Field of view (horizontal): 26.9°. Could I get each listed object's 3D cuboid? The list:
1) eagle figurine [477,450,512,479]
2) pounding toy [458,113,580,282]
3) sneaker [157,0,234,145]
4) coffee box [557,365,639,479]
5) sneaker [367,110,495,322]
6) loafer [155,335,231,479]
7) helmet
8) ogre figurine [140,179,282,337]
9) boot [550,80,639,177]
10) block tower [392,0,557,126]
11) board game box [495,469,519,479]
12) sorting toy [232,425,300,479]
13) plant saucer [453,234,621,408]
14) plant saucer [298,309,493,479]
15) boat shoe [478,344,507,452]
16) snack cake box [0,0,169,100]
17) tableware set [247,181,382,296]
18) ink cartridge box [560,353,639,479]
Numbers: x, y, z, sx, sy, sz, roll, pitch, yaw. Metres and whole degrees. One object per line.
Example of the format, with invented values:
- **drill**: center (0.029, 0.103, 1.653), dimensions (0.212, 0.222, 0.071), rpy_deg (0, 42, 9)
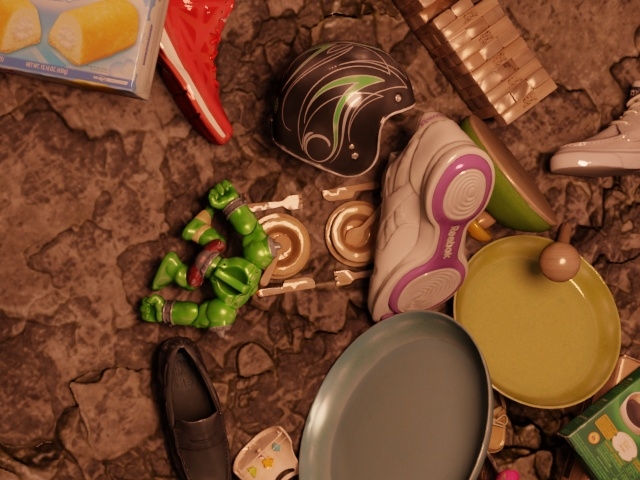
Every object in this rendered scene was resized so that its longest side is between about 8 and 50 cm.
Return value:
- **eagle figurine**: center (0.234, 0.374, 1.735), dimensions (0.298, 0.225, 0.226), rpy_deg (27, 95, -23)
- **pounding toy**: center (0.228, -0.042, 1.749), dimensions (0.110, 0.183, 0.237), rpy_deg (-38, 103, 15)
- **sneaker**: center (-0.140, -0.239, 1.688), dimensions (0.128, 0.087, 0.221), rpy_deg (-33, 104, -14)
- **coffee box**: center (0.415, 0.241, 1.754), dimensions (0.184, 0.040, 0.113), rpy_deg (-38, 97, -9)
- **sneaker**: center (0.129, -0.025, 1.710), dimensions (0.114, 0.152, 0.305), rpy_deg (0, 129, -27)
- **loafer**: center (-0.160, 0.231, 1.691), dimensions (0.076, 0.078, 0.223), rpy_deg (-14, 94, -12)
- **helmet**: center (0.029, -0.174, 1.688), dimensions (0.169, 0.169, 0.161), rpy_deg (20, 103, -12)
- **ogre figurine**: center (-0.133, 0.037, 1.678), dimensions (0.118, 0.097, 0.197), rpy_deg (33, 72, 14)
- **boot**: center (0.424, -0.155, 1.824), dimensions (0.258, 0.095, 0.123), rpy_deg (-4, 86, -21)
- **block tower**: center (0.167, -0.306, 1.754), dimensions (0.091, 0.097, 0.335), rpy_deg (-37, 97, -10)
- **board game box**: center (0.214, 0.503, 1.678), dimensions (0.390, 0.050, 0.390), rpy_deg (-37, 101, 32)
- **sorting toy**: center (-0.065, 0.291, 1.735), dimensions (0.083, 0.045, 0.075), rpy_deg (-43, 108, -11)
- **plant saucer**: center (0.283, 0.110, 1.779), dimensions (0.241, 0.037, 0.241), rpy_deg (6, 67, -14)
- **plant saucer**: center (0.097, 0.241, 1.649), dimensions (0.044, 0.317, 0.317), rpy_deg (30, 84, -36)
- **boat shoe**: center (0.220, 0.212, 1.793), dimensions (0.056, 0.048, 0.153), rpy_deg (-9, 92, -13)
- **snack cake box**: center (-0.325, -0.269, 1.601), dimensions (0.264, 0.089, 0.152), rpy_deg (11, 90, 7)
- **tableware set**: center (0.000, 0.000, 1.745), dimensions (0.194, 0.039, 0.128), rpy_deg (-10, 93, -13)
- **ink cartridge box**: center (0.471, 0.278, 1.831), dimensions (0.235, 0.088, 0.193), rpy_deg (19, 85, -11)
